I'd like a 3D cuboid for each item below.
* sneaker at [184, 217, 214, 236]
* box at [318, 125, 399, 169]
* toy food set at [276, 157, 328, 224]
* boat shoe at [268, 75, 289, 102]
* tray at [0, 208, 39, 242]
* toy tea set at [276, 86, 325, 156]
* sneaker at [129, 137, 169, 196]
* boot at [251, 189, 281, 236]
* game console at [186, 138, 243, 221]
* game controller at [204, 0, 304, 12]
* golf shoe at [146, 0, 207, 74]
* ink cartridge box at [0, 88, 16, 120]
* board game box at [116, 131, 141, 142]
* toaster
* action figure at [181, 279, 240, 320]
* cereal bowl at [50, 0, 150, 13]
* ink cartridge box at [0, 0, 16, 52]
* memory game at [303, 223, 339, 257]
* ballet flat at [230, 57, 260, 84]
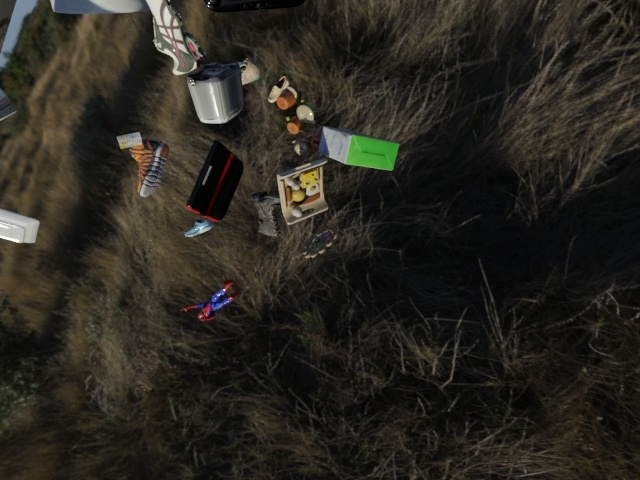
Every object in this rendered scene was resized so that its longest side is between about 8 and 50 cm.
[{"bbox_3d":[-0.633,-0.070,2.078,0.162,0.073,0.063,-21,6,8],"label":"sneaker"},{"bbox_3d":[0.163,-0.405,1.753,0.231,0.262,0.127,35,118,51],"label":"box"},{"bbox_3d":[-0.065,-0.214,1.793,0.219,0.306,0.092,-23,57,-15],"label":"toy food set"},{"bbox_3d":[-0.252,-0.888,2.351,0.063,0.059,0.170,36,89,16],"label":"boat shoe"},{"bbox_3d":[-0.918,-0.057,1.078,0.145,0.270,0.030,-36,43,45],"label":"tray"},{"bbox_3d":[-0.062,-0.552,1.852,0.200,0.336,0.124,5,45,36],"label":"toy tea set"},{"bbox_3d":[-0.969,-0.409,2.213,0.180,0.124,0.321,20,86,8],"label":"sneaker"},{"bbox_3d":[-0.232,-0.127,1.993,0.263,0.091,0.229,6,117,43],"label":"boot"},{"bbox_3d":[-0.561,-0.308,2.171,0.060,0.342,0.387,18,84,19],"label":"game console"},{"bbox_3d":[-0.199,-0.785,1.202,0.319,0.166,0.067,-8,48,-7],"label":"game controller"},{"bbox_3d":[-0.454,-0.625,1.186,0.120,0.273,0.105,-32,40,1],"label":"golf shoe"},{"bbox_3d":[-0.953,-0.388,1.148,0.109,0.063,0.150,-44,19,-21],"label":"ink cartridge box"},{"bbox_3d":[-0.929,-0.487,1.961,0.154,0.103,0.026,-1,108,68],"label":"board game box"},{"bbox_3d":[-0.330,-0.471,1.286,0.129,0.146,0.227,4,38,13],"label":"toaster"},{"bbox_3d":[-0.457,0.264,1.632,0.280,0.139,0.091,-42,73,40],"label":"action figure"},{"bbox_3d":[-0.764,-0.883,1.407,0.339,0.339,0.141,48,145,49],"label":"cereal bowl"},{"bbox_3d":[-0.926,-0.591,0.996,0.307,0.223,0.129,-36,32,34],"label":"ink cartridge box"},{"bbox_3d":[0.000,0.000,1.627,0.186,0.012,0.186,-35,24,18],"label":"memory game"},{"bbox_3d":[-0.425,-0.737,1.831,0.316,0.106,0.108,-24,64,16],"label":"ballet flat"}]
